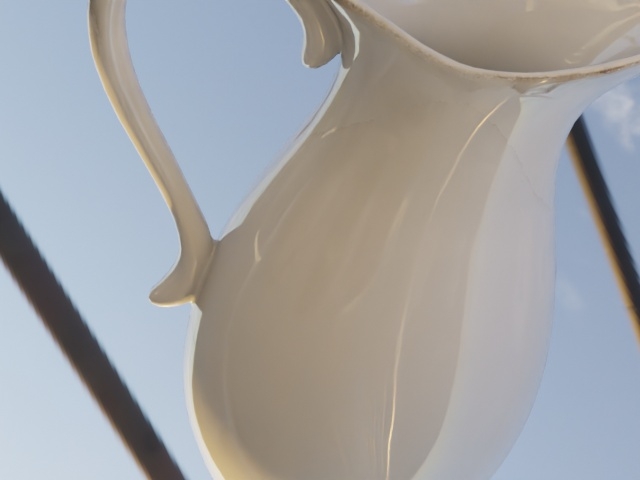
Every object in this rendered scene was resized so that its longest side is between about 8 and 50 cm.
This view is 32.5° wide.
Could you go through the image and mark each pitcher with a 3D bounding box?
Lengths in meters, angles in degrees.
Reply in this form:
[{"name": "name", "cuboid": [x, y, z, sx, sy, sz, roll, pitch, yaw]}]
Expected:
[{"name": "pitcher", "cuboid": [0.000, 0.000, 0.372, 0.178, 0.125, 0.207, 14, -60, -5]}]
